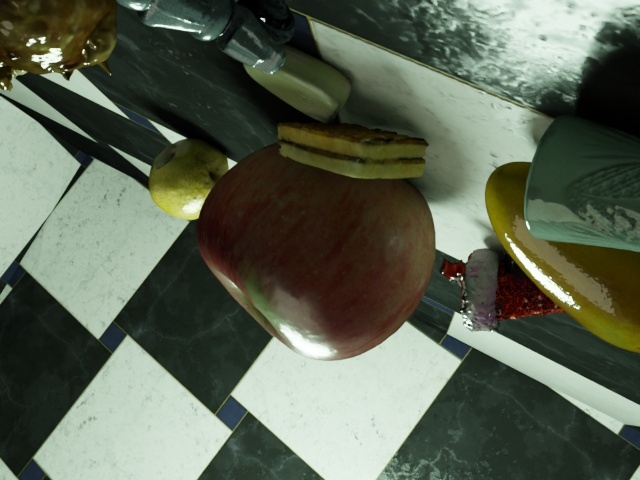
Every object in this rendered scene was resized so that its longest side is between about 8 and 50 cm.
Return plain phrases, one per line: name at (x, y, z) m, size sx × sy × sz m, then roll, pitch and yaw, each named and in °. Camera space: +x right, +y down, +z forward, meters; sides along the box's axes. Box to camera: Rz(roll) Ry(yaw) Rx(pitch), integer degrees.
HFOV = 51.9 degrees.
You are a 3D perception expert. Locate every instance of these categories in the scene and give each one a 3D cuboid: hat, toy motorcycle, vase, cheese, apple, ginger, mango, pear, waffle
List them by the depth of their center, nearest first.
vase at (0.256, -0.019, 0.430) m, size 0.219 × 0.096 × 0.096 m, roll 20°, pitch 169°, yaw 37°
toy motorcycle at (-0.103, -0.193, 0.479) m, size 0.193 × 0.124 × 0.061 m, roll 35°, pitch 134°, yaw -18°
mango at (0.250, 0.015, 0.589) m, size 0.253 × 0.113 × 0.138 m, roll 37°, pitch -176°, yaw -15°
cheese at (-0.059, -0.183, 0.666) m, size 0.192 × 0.037 × 0.097 m, roll 29°, pitch 172°, yaw -7°
waffle at (0.031, -0.100, 0.708) m, size 0.103 × 0.042 × 0.148 m, roll -8°, pitch -160°, yaw -39°
ginger at (-0.350, -0.256, 0.730) m, size 0.254 × 0.176 × 0.418 m, roll 40°, pitch 161°, yaw -21°
apple at (0.000, 0.000, 0.905) m, size 0.345 × 0.269 × 0.344 m, roll 44°, pitch 168°, yaw 12°
hat at (0.297, 0.071, 0.924) m, size 0.228 × 0.128 × 0.140 m, roll 5°, pitch 139°, yaw 27°
pear at (-0.261, -0.125, 1.332) m, size 0.178 × 0.178 × 0.178 m, roll 28°, pitch 173°, yaw 4°
